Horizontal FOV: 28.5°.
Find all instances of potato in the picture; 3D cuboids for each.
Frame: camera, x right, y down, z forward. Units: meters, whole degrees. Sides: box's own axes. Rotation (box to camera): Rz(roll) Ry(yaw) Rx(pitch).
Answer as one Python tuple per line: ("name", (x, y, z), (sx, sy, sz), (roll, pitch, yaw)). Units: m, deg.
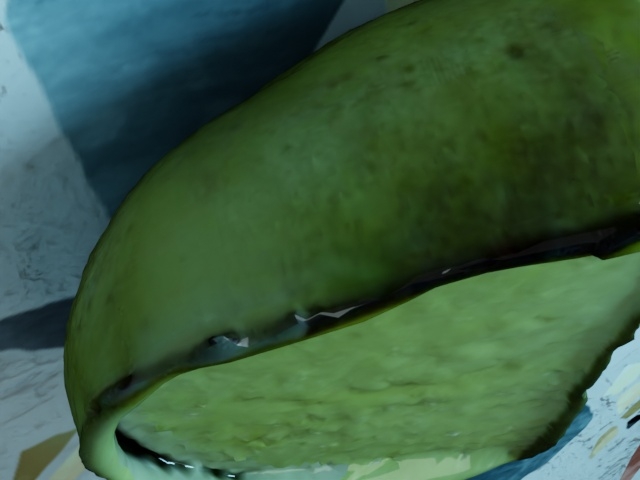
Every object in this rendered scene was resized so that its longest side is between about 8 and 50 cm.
("potato", (0.000, 0.000, 0.647), (0.280, 0.212, 0.330), (-11, 151, -12))
